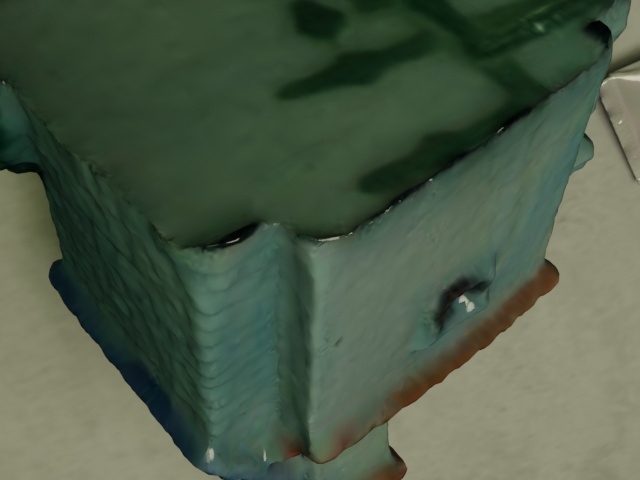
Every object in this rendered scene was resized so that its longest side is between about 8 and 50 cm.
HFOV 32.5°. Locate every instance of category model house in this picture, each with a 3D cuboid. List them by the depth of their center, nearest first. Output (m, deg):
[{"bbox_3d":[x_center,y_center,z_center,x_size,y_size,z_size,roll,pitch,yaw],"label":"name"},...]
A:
[{"bbox_3d":[0.000,0.000,0.644,0.295,0.252,0.329,-34,141,-26],"label":"model house"}]

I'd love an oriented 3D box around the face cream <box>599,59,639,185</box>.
[{"bbox_3d":[0.307,-0.133,0.743,0.244,0.058,0.092,-31,120,5],"label":"face cream"}]
